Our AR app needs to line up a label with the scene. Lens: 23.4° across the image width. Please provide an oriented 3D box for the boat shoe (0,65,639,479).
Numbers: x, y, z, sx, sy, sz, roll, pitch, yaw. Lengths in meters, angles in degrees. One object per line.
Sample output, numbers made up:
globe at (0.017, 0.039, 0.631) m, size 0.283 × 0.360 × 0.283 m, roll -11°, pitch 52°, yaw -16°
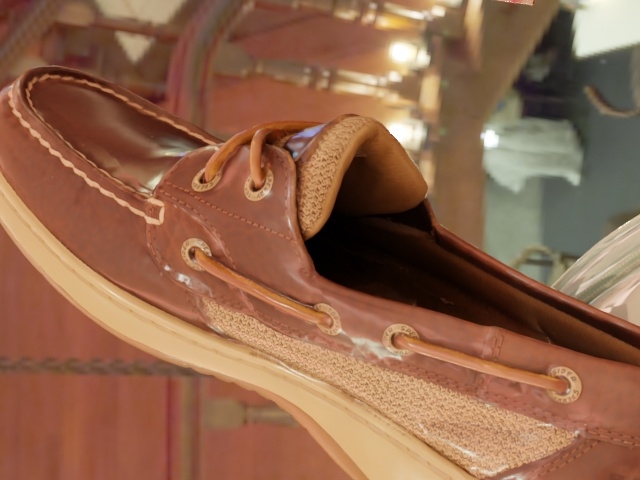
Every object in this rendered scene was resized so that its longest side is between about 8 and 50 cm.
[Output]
boat shoe at (0.000, 0.000, 0.632) m, size 0.342 × 0.123 × 0.123 m, roll 35°, pitch 121°, yaw 25°

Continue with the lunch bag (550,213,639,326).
lunch bag at (0.232, 0.013, 0.705) m, size 0.279 × 0.224 × 0.108 m, roll -33°, pitch 67°, yaw 5°

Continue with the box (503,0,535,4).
box at (0.031, -0.281, 1.037) m, size 0.300 × 0.154 × 0.142 m, roll 51°, pitch 132°, yaw 53°
